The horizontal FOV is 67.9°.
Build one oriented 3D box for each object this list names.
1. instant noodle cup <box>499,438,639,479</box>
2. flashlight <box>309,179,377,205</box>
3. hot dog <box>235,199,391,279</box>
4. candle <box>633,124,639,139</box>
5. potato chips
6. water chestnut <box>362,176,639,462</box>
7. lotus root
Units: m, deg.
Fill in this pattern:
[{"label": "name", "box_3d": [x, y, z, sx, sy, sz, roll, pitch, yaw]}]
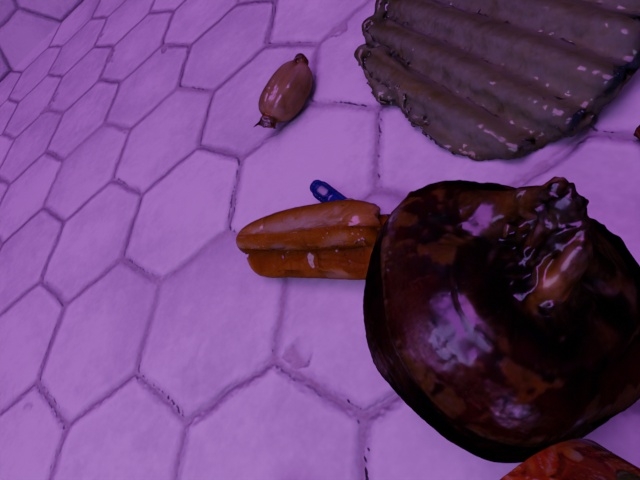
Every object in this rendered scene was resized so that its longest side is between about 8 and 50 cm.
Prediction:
[{"label": "instant noodle cup", "box_3d": [0.168, 0.240, 0.232, 0.250, 0.250, 0.192, -51, 37, -2]}, {"label": "flashlight", "box_3d": [0.023, -0.051, 0.635, 0.057, 0.035, 0.121, -50, 47, 3]}, {"label": "hot dog", "box_3d": [0.000, 0.000, 0.583, 0.249, 0.102, 0.076, -6, 31, 41]}, {"label": "candle", "box_3d": [0.338, -0.047, 0.427, 0.026, 0.021, 0.167, -49, 42, 36]}, {"label": "potato chips", "box_3d": [0.232, -0.293, 0.625, 0.358, 0.070, 0.429, -45, 46, 7]}, {"label": "water chestnut", "box_3d": [0.142, 0.049, 0.363, 0.224, 0.238, 0.223, 9, 52, -11]}, {"label": "lotus root", "box_3d": [-0.059, -0.243, 0.793, 0.073, 0.062, 0.150, 25, 79, 18]}]
